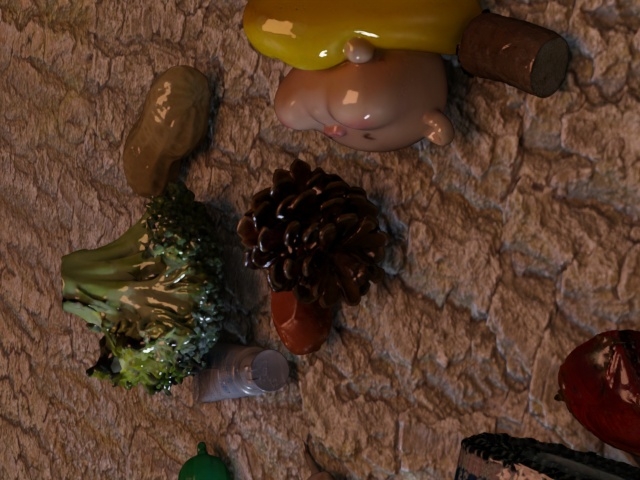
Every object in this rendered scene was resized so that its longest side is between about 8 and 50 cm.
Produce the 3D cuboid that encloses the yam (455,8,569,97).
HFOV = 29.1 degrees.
[{"bbox_3d":[0.225,-0.215,1.425,0.127,0.084,0.084,29,113,47],"label":"yam"}]

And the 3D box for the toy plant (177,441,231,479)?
[{"bbox_3d":[-0.191,0.428,1.998,0.143,0.105,0.200,112,159,-47],"label":"toy plant"}]

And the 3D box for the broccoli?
[{"bbox_3d":[-0.266,0.080,2.004,0.272,0.324,0.334,-2,75,13],"label":"broccoli"}]

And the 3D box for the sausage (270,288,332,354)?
[{"bbox_3d":[-0.029,0.076,1.778,0.089,0.089,0.179,-39,49,48],"label":"sausage"}]

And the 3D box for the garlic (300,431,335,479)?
[{"bbox_3d":[0.002,0.400,1.737,0.148,0.128,0.267,-11,70,43],"label":"garlic"}]

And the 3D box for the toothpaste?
[{"bbox_3d":[-0.144,0.208,1.964,0.299,0.073,0.114,-11,79,62],"label":"toothpaste"}]

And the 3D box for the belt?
[{"bbox_3d":[0.266,0.307,1.241,0.295,0.207,0.161,15,92,29],"label":"belt"}]

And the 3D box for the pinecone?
[{"bbox_3d":[0.002,0.000,1.661,0.212,0.168,0.186,20,117,35],"label":"pinecone"}]

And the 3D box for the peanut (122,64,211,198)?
[{"bbox_3d":[-0.259,-0.176,2.097,0.125,0.111,0.274,51,134,22],"label":"peanut"}]

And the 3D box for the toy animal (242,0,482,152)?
[{"bbox_3d":[0.020,-0.222,1.574,0.345,0.277,0.247,30,127,48],"label":"toy animal"}]

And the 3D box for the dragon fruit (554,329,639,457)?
[{"bbox_3d":[0.302,0.170,1.273,0.161,0.127,0.121,-35,54,49],"label":"dragon fruit"}]
